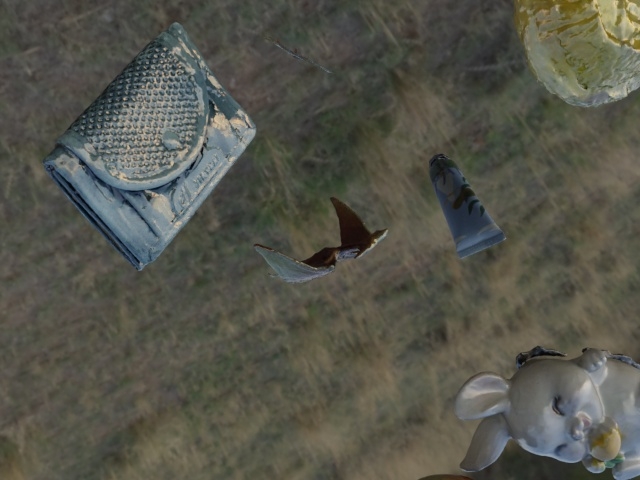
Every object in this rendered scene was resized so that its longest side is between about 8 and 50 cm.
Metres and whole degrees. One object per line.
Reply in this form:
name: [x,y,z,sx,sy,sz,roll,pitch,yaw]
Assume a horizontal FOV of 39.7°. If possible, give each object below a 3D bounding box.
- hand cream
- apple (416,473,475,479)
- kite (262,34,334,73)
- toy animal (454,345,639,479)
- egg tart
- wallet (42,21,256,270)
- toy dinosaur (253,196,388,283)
hand cream: [0.266,-0.073,1.687,0.091,0.271,0.058,-22,132,5]
apple: [0.177,0.431,1.236,0.207,0.174,0.188,-42,139,-5]
kite: [-0.047,-0.310,1.457,0.016,0.127,0.229,-59,-165,11]
toy animal: [0.355,0.251,1.281,0.325,0.154,0.209,-8,124,5]
egg tart: [0.324,-0.263,1.011,0.252,0.232,0.098,20,164,-29]
wallet: [-0.249,-0.154,1.386,0.075,0.237,0.342,-5,-139,45]
toy dinosaur: [-0.010,0.004,1.527,0.327,0.113,0.206,-24,-174,-39]
